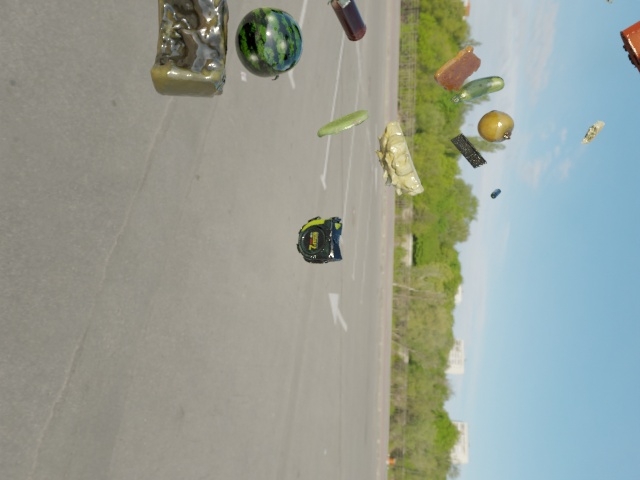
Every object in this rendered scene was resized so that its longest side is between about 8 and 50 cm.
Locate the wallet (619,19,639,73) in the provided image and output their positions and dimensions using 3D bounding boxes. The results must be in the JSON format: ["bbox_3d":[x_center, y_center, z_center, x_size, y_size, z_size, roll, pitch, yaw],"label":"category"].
[{"bbox_3d":[0.615,-0.333,0.647,0.142,0.204,0.045,59,29,-4],"label":"wallet"}]

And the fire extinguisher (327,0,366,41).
[{"bbox_3d":[0.104,-0.943,1.700,0.269,0.105,0.104,29,63,-64],"label":"fire extinguisher"}]

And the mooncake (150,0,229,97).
[{"bbox_3d":[-0.440,-0.696,1.405,0.393,0.246,0.394,-110,-152,-46],"label":"mooncake"}]

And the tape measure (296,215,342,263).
[{"bbox_3d":[0.000,0.000,1.698,0.112,0.186,0.199,23,67,-58],"label":"tape measure"}]

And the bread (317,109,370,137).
[{"bbox_3d":[0.111,-0.598,2.100,0.301,0.301,0.045,-65,135,-60],"label":"bread"}]

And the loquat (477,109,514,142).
[{"bbox_3d":[0.768,-0.497,1.806,0.137,0.163,0.163,-59,176,18],"label":"loquat"}]

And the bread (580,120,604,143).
[{"bbox_3d":[1.000,-0.396,1.514,0.070,0.035,0.083,-33,150,-31],"label":"bread"}]

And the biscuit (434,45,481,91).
[{"bbox_3d":[0.527,-0.655,1.591,0.280,0.043,0.183,-24,144,-29],"label":"biscuit"}]

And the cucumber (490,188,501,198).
[{"bbox_3d":[0.814,-0.215,1.921,0.133,0.032,0.032,-30,122,-53],"label":"cucumber"}]

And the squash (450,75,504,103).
[{"bbox_3d":[0.768,-0.748,2.032,0.094,0.341,0.094,55,-21,33],"label":"squash"}]

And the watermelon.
[{"bbox_3d":[-0.198,-0.765,1.600,0.269,0.269,0.268,1,90,-77],"label":"watermelon"}]

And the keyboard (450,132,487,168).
[{"bbox_3d":[0.613,-0.373,1.708,0.018,0.060,0.195,57,8,-53],"label":"keyboard"}]

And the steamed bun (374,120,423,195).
[{"bbox_3d":[0.290,-0.306,1.603,0.295,0.137,0.292,61,18,-23],"label":"steamed bun"}]

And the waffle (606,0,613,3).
[{"bbox_3d":[0.824,-0.826,1.225,0.245,0.254,0.052,-46,172,-23],"label":"waffle"}]
